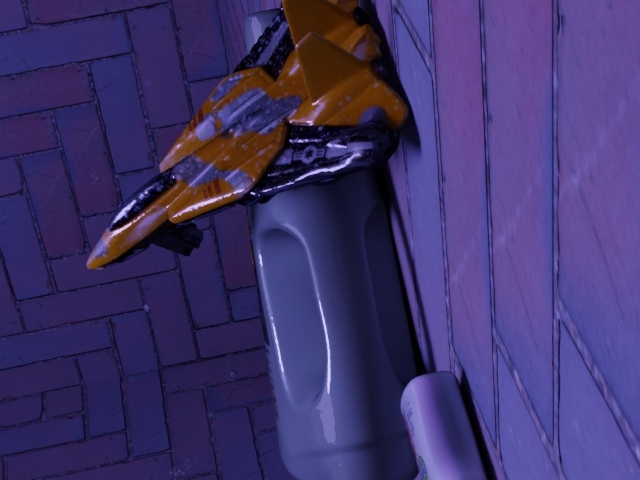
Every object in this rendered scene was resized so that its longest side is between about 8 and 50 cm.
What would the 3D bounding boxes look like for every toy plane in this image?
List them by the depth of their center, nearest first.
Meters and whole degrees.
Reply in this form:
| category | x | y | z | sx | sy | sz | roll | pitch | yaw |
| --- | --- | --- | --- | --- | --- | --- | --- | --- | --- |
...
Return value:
| category | x | y | z | sx | sy | sz | roll | pitch | yaw |
| --- | --- | --- | --- | --- | --- | --- | --- | --- | --- |
| toy plane | -0.065 | -0.059 | 1.028 | 0.316 | 0.103 | 0.204 | -44 | 45 | 33 |

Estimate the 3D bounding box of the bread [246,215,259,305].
| category | x | y | z | sx | sy | sz | roll | pitch | yaw |
| --- | --- | --- | --- | --- | --- | --- | --- | --- | --- |
| bread | -0.029 | -0.003 | 1.585 | 0.210 | 0.099 | 0.235 | -131 | 36 | -76 |

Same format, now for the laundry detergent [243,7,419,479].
| category | x | y | z | sx | sy | sz | roll | pitch | yaw |
| --- | --- | --- | --- | --- | --- | --- | --- | --- | --- |
| laundry detergent | 0.000 | 0.000 | 1.140 | 0.264 | 0.125 | 0.397 | -152 | 53 | -84 |

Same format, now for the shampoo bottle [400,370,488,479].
| category | x | y | z | sx | sy | sz | roll | pitch | yaw |
| --- | --- | --- | --- | --- | --- | --- | --- | --- | --- |
| shampoo bottle | 0.087 | 0.148 | 0.915 | 0.072 | 0.043 | 0.099 | 87 | 170 | -58 |
